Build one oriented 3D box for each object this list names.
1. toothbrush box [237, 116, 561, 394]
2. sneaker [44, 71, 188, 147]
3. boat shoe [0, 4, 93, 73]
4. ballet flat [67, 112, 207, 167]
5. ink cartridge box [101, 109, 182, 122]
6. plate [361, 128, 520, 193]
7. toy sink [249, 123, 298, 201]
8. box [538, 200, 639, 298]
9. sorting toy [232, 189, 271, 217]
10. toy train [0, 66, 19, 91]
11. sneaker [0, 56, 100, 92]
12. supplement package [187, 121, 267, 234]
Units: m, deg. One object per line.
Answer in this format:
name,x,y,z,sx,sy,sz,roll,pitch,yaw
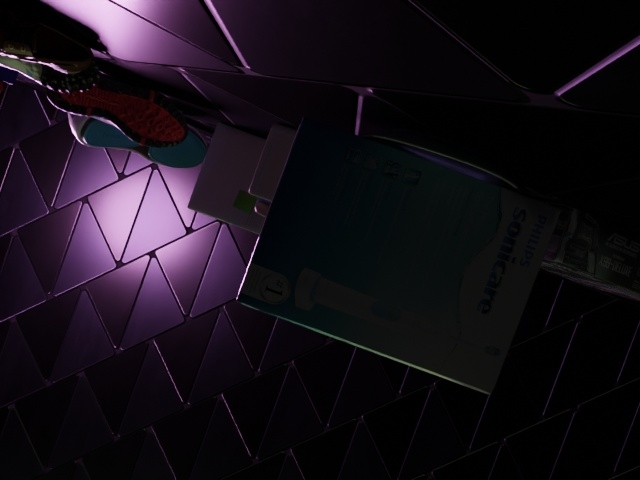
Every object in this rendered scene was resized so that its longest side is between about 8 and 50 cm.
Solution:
toothbrush box,0.084,0.015,0.725,0.296,0.216,0.126,19,-178,2
sneaker,-0.370,-0.264,1.191,0.262,0.104,0.125,24,-162,-16
boat shoe,-0.381,-0.264,0.813,0.178,0.064,0.060,11,-178,-37
ballet flat,-0.451,-0.280,1.585,0.139,0.139,0.400,21,-171,33
ink cartridge box,-0.404,-0.275,1.357,0.191,0.082,0.139,21,-179,-16
plate,0.136,-0.092,0.711,0.188,0.024,0.188,21,-179,-1
toy sink,0.027,-0.083,1.040,0.234,0.131,0.153,20,-178,16
box,0.383,0.019,0.933,0.308,0.076,0.242,19,-178,-22
sorting toy,0.000,0.000,1.069,0.348,0.047,0.196,25,-176,24
toy train,-0.528,-0.305,1.007,0.143,0.105,0.248,33,-171,33
sneaker,-0.429,-0.279,0.893,0.237,0.085,0.086,14,-149,-41
supplement package,-0.152,-0.124,1.371,0.203,0.194,0.149,20,-179,-4
